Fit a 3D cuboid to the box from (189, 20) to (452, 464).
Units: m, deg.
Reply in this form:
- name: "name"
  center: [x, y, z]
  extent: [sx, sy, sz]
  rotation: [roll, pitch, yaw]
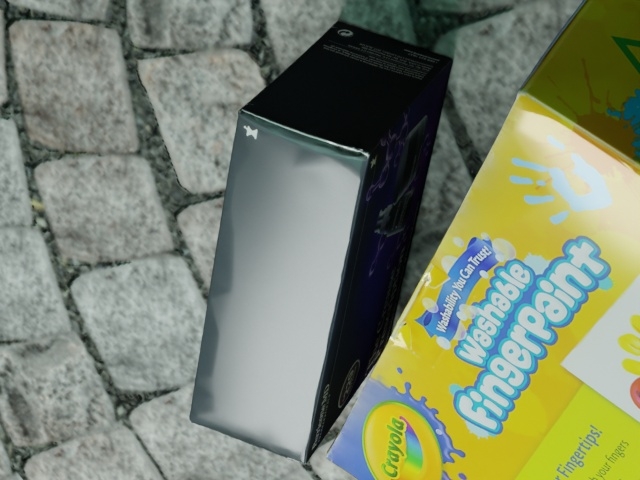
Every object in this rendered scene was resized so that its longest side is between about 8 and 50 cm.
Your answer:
- name: "box"
  center: [0.000, 0.000, 1.313]
  extent: [0.103, 0.184, 0.261]
  rotation: [21, 122, 16]

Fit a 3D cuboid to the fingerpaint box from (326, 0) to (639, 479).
- name: "fingerpaint box"
  center: [0.244, 0.088, 1.183]
  extent: [0.371, 0.163, 0.445]
  rotation: [33, 143, 8]
